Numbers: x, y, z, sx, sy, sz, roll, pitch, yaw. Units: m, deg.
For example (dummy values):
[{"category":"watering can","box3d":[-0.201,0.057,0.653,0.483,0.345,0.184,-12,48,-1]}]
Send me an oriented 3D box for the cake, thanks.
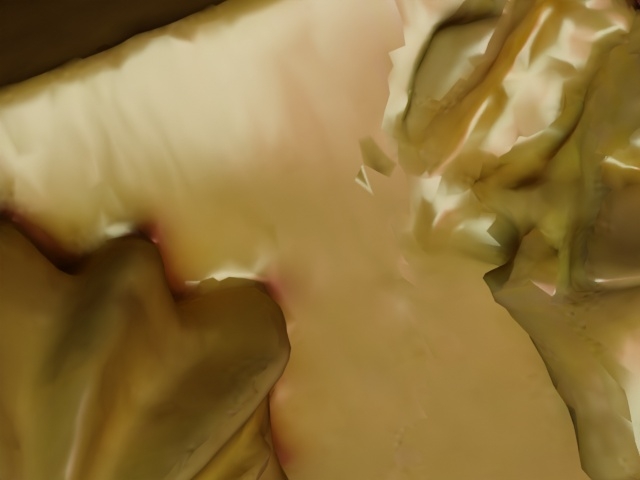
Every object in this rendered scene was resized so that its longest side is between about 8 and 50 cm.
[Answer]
[{"category":"cake","box3d":[0.000,0.000,0.517,0.227,0.286,0.222,-24,122,6]}]
